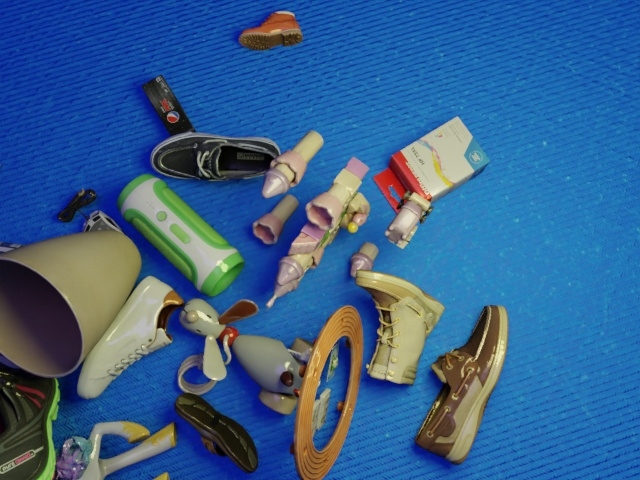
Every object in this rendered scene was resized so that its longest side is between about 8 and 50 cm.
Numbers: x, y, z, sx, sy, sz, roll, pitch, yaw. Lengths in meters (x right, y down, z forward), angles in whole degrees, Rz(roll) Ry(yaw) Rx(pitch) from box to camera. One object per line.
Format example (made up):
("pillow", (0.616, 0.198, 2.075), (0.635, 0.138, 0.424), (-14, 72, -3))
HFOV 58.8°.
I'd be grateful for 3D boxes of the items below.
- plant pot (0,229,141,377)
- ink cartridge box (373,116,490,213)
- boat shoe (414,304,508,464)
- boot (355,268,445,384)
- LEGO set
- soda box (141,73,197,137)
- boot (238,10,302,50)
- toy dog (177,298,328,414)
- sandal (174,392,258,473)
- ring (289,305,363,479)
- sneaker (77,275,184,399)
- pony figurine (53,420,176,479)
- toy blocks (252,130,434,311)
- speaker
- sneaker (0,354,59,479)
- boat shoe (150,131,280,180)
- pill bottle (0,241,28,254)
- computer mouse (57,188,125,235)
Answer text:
("plant pot", (-0.493, 0.090, 1.145), (0.256, 0.274, 0.256), (9, 117, 17))
("ink cartridge box", (0.253, -0.165, 1.313), (0.231, 0.078, 0.134), (-32, 79, -6))
("boat shoe", (0.292, 0.284, 1.191), (0.123, 0.123, 0.342), (22, 84, 4))
("boot", (0.140, 0.184, 1.171), (0.095, 0.262, 0.203), (13, 77, 47))
("LEGO set", (-0.018, 0.277, 1.127), (0.060, 0.182, 0.244), (13, 100, 17))
("soda box", (-0.361, -0.309, 1.365), (0.060, 0.053, 0.169), (-31, 78, -5))
("boot", (-0.129, -0.526, 1.415), (0.158, 0.059, 0.085), (-10, 74, -10))
("toy dog", (-0.151, 0.235, 1.174), (0.333, 0.161, 0.220), (9, 82, 3))
("sandal", (-0.221, 0.407, 1.184), (0.219, 0.090, 0.060), (36, 108, -1))
("ring", (0.015, 0.289, 1.088), (0.032, 0.336, 0.337), (8, 76, 21))
("sneaker", (-0.399, 0.224, 1.214), (0.123, 0.106, 0.290), (29, 78, 9))
("pony figurine", (-0.467, 0.517, 1.086), (0.363, 0.303, 0.351), (-6, 57, -7))
("toy blocks", (0.000, 0.000, 1.144), (0.309, 0.288, 0.260), (33, 54, 5))
("speaker", (-0.310, -0.013, 1.258), (0.296, 0.131, 0.131), (42, 81, 9))
("sneaker", (-0.609, 0.300, 1.059), (0.185, 0.483, 0.202), (-32, 122, -19))
("boat shoe", (-0.242, -0.182, 1.295), (0.301, 0.102, 0.108), (1, 112, -3))
("pill bottle", (-0.688, 0.040, 1.280), (0.120, 0.067, 0.067), (8, 77, 3))
("computer mouse", (-0.508, -0.028, 1.306), (0.193, 0.042, 0.106), (44, 93, 9))
